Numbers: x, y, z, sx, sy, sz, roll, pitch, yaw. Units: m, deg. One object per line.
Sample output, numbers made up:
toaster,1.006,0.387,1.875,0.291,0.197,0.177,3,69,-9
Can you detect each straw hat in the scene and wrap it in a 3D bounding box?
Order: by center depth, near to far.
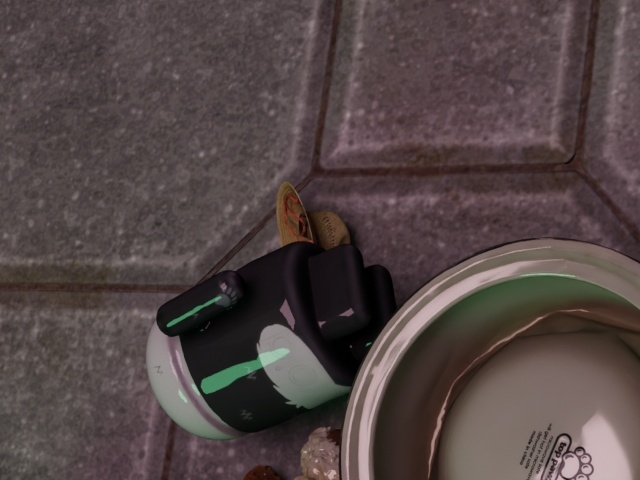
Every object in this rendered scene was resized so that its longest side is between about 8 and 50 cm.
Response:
straw hat,0.000,0.000,2.033,0.061,0.144,0.144,-10,61,-18

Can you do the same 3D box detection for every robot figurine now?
robot figurine,-0.054,0.103,1.918,0.278,0.173,0.209,-26,105,25

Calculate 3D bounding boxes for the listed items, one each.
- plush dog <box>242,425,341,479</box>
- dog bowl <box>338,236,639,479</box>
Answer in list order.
plush dog,-0.058,0.333,1.898,0.225,0.262,0.210,-5,111,41
dog bowl,0.229,0.211,1.775,0.408,0.150,0.408,-10,68,28
